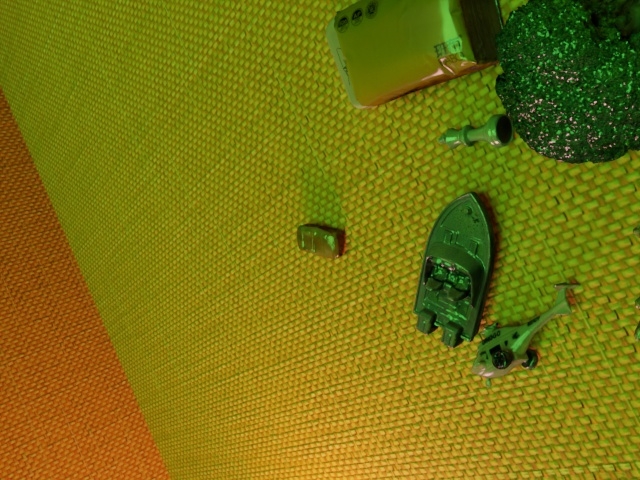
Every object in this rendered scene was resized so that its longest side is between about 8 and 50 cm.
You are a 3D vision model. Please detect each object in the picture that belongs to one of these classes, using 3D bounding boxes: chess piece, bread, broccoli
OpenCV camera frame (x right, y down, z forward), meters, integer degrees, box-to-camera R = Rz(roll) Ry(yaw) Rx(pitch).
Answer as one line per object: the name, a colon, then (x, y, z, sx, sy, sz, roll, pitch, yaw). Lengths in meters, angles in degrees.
chess piece: (0.276, -0.193, 1.106, 0.149, 0.059, 0.059, 1, 106, 53)
bread: (0.000, 0.000, 1.462, 0.132, 0.053, 0.074, 16, 116, 40)
broccoli: (0.389, -0.240, 0.833, 0.308, 0.308, 0.275, 34, 90, 33)

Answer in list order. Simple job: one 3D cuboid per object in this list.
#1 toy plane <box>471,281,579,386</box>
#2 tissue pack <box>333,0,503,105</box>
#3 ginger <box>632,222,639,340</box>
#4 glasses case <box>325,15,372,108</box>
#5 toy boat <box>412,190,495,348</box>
toy plane: (0.373, 0.177, 1.128, 0.286, 0.092, 0.108, -53, 41, 45)
tissue pack: (0.172, -0.368, 1.080, 0.271, 0.134, 0.192, -10, 99, 48)
ginger: (0.528, 0.103, 0.940, 0.089, 0.075, 0.287, -10, 98, 6)
glasses case: (0.074, -0.369, 1.244, 0.083, 0.050, 0.196, -23, 88, 50)
toy boat: (0.264, 0.053, 1.178, 0.141, 0.092, 0.319, 26, 122, 35)
